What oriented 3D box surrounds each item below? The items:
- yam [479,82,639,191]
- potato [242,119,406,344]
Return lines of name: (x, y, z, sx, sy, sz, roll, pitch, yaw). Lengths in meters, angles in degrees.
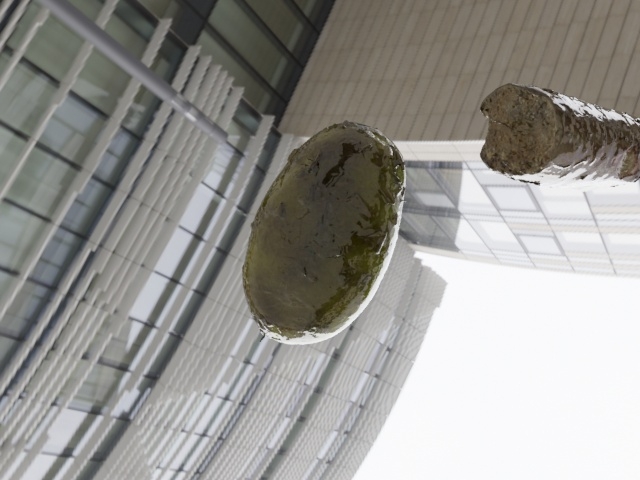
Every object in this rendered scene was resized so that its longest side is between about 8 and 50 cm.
yam: (0.324, -0.131, 0.778, 0.129, 0.238, 0.128, -52, -132, 37)
potato: (0.000, 0.000, 0.594, 0.149, 0.113, 0.251, 32, -80, 16)
